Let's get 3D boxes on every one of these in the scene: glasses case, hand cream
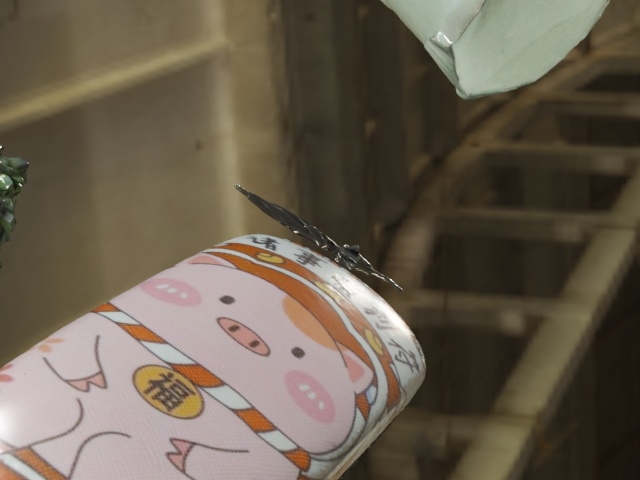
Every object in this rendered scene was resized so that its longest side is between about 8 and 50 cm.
[{"bbox_3d":[-0.039,0.061,0.539,0.067,0.103,0.267,-55,-9,25],"label":"glasses case"},{"bbox_3d":[-0.001,-0.123,0.393,0.050,0.205,0.078,-3,-43,-46],"label":"hand cream"}]

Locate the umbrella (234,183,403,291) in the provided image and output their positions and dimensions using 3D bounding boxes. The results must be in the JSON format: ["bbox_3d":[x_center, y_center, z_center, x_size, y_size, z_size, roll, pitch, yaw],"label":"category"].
[{"bbox_3d":[-0.002,-0.001,0.972,0.149,0.022,0.022,33,-86,-27],"label":"umbrella"}]

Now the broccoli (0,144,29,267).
[{"bbox_3d":[-0.406,-0.049,1.065,0.249,0.375,0.302,-71,-12,-55],"label":"broccoli"}]
